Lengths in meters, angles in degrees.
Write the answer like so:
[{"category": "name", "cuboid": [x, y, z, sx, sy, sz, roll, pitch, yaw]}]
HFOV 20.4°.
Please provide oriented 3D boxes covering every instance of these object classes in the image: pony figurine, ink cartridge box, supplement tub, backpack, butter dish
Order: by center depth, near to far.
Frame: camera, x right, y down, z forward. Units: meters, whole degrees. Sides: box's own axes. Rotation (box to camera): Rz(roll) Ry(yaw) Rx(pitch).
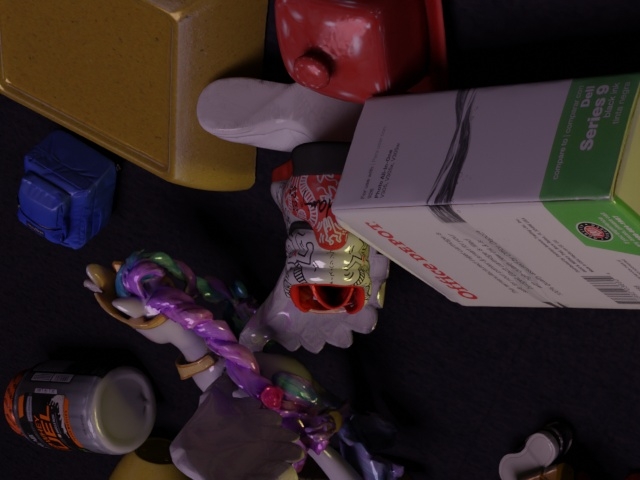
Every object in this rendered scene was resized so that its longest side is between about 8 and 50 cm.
[{"category": "ink cartridge box", "cuboid": [0.187, -0.035, 1.494, 0.289, 0.121, 0.211, -1, 154, 42]}, {"category": "butter dish", "cuboid": [0.019, -0.177, 1.552, 0.160, 0.118, 0.160, 19, 140, 27]}, {"category": "pony figurine", "cuboid": [-0.059, 0.155, 1.891, 0.351, 0.302, 0.363, 13, 153, 44]}, {"category": "backpack", "cuboid": [-0.290, -0.048, 1.984, 0.098, 0.101, 0.120, 36, 148, 16]}, {"category": "supplement tub", "cuboid": [-0.310, 0.211, 2.265, 0.190, 0.117, 0.117, -2, 127, 43]}]

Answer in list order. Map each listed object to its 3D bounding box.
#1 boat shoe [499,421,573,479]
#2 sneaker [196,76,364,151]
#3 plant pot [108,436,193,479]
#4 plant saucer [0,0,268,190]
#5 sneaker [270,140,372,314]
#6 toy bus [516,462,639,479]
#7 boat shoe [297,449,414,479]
[{"category": "boat shoe", "cuboid": [0.227, 0.228, 1.874, 0.046, 0.038, 0.125, 51, 146, 17]}, {"category": "sneaker", "cuboid": [-0.006, -0.113, 1.695, 0.212, 0.080, 0.094, 9, 167, 19]}, {"category": "plant pot", "cuboid": [-0.214, 0.312, 2.297, 0.134, 0.134, 0.095, 22, 117, 23]}, {"category": "plant saucer", "cuboid": [-0.217, -0.206, 1.765, 0.333, 0.081, 0.332, 27, 142, 16]}, {"category": "sneaker", "cuboid": [-0.001, 0.000, 1.660, 0.090, 0.145, 0.270, 2, 173, -4]}, {"category": "toy bus", "cuboid": [0.266, 0.328, 1.850, 0.202, 0.104, 0.191, 10, 133, 7]}, {"category": "boat shoe", "cuboid": [0.051, 0.289, 2.080, 0.178, 0.064, 0.060, 6, 138, 46]}]
